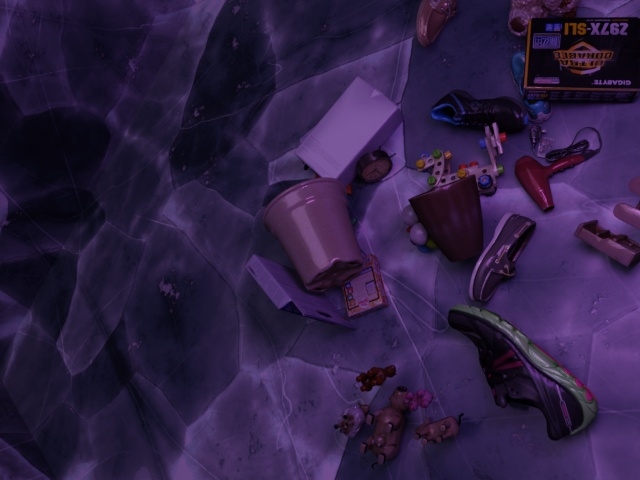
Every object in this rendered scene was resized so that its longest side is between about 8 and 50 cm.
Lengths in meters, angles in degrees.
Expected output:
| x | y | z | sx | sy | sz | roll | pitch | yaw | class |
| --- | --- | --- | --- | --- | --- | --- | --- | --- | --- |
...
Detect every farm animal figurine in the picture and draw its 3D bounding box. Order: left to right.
| x | y | z | sx | sy | sz | roll | pitch | yaw | class |
| --- | --- | --- | --- | --- | --- | --- | --- | --- | --- |
| 0.245 | 0.551 | 1.669 | 0.330 | 0.172 | 0.327 | 37 | 108 | 30 | farm animal figurine |

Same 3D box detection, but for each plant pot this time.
| x | y | z | sx | sy | sz | roll | pitch | yaw | class |
| --- | --- | --- | --- | --- | --- | --- | --- | --- | --- |
| 0.000 | 0.000 | 1.914 | 0.333 | 0.333 | 0.306 | -35 | 63 | 20 | plant pot |
| 0.412 | -0.058 | 1.673 | 0.215 | 0.215 | 0.231 | -20 | 92 | 28 | plant pot |

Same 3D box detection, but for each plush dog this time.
| x | y | z | sx | sy | sz | roll | pitch | yaw | class |
| --- | --- | --- | --- | --- | --- | --- | --- | --- | --- |
| 0.760 | -0.819 | 1.817 | 0.225 | 0.210 | 0.263 | 5 | 104 | 22 | plush dog |

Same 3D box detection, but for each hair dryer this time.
| x | y | z | sx | sy | sz | roll | pitch | yaw | class |
| --- | --- | --- | --- | --- | --- | --- | --- | --- | --- |
| 0.715 | -0.229 | 1.666 | 0.223 | 0.080 | 0.294 | 14 | 82 | 37 | hair dryer |

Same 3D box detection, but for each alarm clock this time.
| x | y | z | sx | sy | sz | roll | pitch | yaw | class |
| --- | --- | --- | --- | --- | --- | --- | --- | --- | --- |
| 0.191 | -0.267 | 2.028 | 0.192 | 0.129 | 0.064 | -58 | 44 | 38 | alarm clock |

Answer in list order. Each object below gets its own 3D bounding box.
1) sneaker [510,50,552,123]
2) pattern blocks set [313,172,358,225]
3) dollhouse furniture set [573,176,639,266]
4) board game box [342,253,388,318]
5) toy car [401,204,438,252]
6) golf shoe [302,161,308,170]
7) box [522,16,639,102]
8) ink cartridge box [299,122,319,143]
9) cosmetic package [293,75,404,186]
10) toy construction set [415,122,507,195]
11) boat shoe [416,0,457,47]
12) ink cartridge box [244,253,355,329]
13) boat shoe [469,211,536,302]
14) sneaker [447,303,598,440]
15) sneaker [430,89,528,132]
| x | y | z | sx | sy | sz | roll | pitch | yaw | class |
| --- | --- | --- | --- | --- | --- | --- | --- | --- | --- |
| 0.691 | -0.519 | 1.770 | 0.106 | 0.110 | 0.276 | -23 | 61 | 27 | sneaker |
| 0.014 | -0.125 | 2.157 | 0.286 | 0.026 | 0.325 | -53 | 52 | 7 | pattern blocks set |
| 0.830 | -0.079 | 1.452 | 0.161 | 0.212 | 0.242 | 41 | 125 | 36 | dollhouse furniture set |
| 0.151 | 0.165 | 1.940 | 0.146 | 0.045 | 0.194 | -24 | 60 | 26 | board game box |
| 0.350 | -0.038 | 1.829 | 0.136 | 0.159 | 0.182 | 121 | 138 | -49 | toy car |
| 0.012 | -0.330 | 2.205 | 0.185 | 0.067 | 0.086 | -6 | 71 | 29 | golf shoe |
| 0.796 | -0.556 | 1.661 | 0.321 | 0.079 | 0.257 | 6 | 72 | 15 | box |
| 0.023 | -0.445 | 2.223 | 0.207 | 0.097 | 0.046 | -37 | 56 | 18 | ink cartridge box |
| 0.110 | -0.399 | 2.062 | 0.385 | 0.156 | 0.217 | -47 | 72 | 5 | cosmetic package |
| 0.482 | -0.248 | 1.806 | 0.327 | 0.151 | 0.215 | -22 | 61 | 40 | toy construction set |
| 0.462 | -0.899 | 2.064 | 0.110 | 0.121 | 0.342 | 14 | 80 | 38 | boat shoe |
| -0.071 | 0.203 | 1.906 | 0.071 | 0.324 | 0.330 | -51 | 52 | 10 | ink cartridge box |
| 0.556 | 0.058 | 1.654 | 0.091 | 0.109 | 0.305 | 24 | 84 | 43 | boat shoe |
| 0.524 | 0.354 | 1.522 | 0.202 | 0.185 | 0.483 | -50 | 51 | 5 | sneaker |
| 0.526 | -0.414 | 1.814 | 0.139 | 0.125 | 0.340 | -32 | 36 | -28 | sneaker |
